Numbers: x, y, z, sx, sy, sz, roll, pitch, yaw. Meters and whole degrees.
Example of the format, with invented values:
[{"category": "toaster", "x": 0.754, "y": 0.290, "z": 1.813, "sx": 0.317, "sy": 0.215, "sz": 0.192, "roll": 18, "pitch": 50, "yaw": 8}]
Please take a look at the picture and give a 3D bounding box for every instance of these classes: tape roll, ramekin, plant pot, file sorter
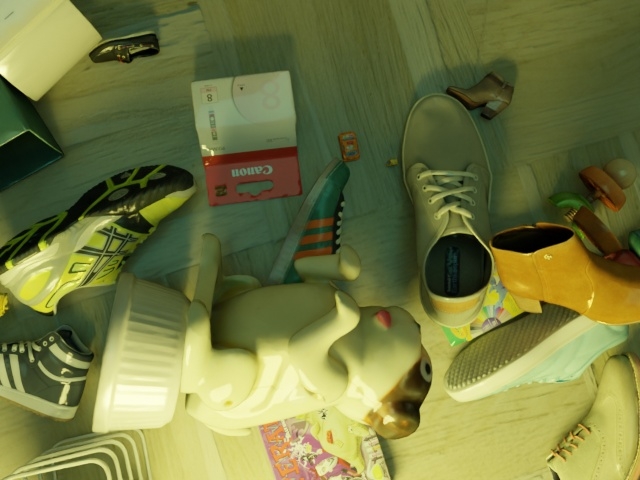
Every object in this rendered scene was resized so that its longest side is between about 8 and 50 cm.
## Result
[{"category": "tape roll", "x": -0.530, "y": -0.389, "z": 1.238, "sx": 0.169, "sy": 0.246, "sz": 0.246, "roll": -44, "pitch": 90, "yaw": -3}, {"category": "ramekin", "x": -0.303, "y": 0.196, "z": 1.220, "sx": 0.127, "sy": 0.273, "sz": 0.273, "roll": 9, "pitch": 87, "yaw": -13}, {"category": "plant pot", "x": -0.612, "y": -0.230, "z": 1.271, "sx": 0.165, "sy": 0.166, "sz": 0.234, "roll": -30, "pitch": 83, "yaw": -4}, {"category": "file sorter", "x": -0.399, "y": 0.433, "z": 1.193, "sx": 0.192, "sy": 0.278, "sz": 0.173, "roll": -12, "pitch": 86, "yaw": -3}]

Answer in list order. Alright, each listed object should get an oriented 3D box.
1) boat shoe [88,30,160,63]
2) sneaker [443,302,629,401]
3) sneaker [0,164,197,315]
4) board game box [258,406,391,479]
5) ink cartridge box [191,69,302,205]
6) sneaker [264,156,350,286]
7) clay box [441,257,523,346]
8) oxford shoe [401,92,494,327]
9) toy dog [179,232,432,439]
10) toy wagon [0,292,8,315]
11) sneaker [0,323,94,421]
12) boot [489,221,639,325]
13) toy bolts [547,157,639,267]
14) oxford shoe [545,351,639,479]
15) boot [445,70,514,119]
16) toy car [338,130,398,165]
[{"category": "boat shoe", "x": -0.370, "y": -0.358, "z": 1.340, "sx": 0.132, "sy": 0.049, "sz": 0.042, "roll": -16, "pitch": 80, "yaw": -8}, {"category": "sneaker", "x": 0.411, "y": 0.223, "z": 1.314, "sx": 0.365, "sy": 0.135, "sz": 0.150, "roll": -30, "pitch": 107, "yaw": 6}, {"category": "sneaker", "x": -0.393, "y": -0.009, "z": 1.301, "sx": 0.384, "sy": 0.145, "sz": 0.147, "roll": -30, "pitch": 120, "yaw": -6}, {"category": "board game box", "x": -0.011, "y": 0.334, "z": 1.331, "sx": 0.208, "sy": 0.056, "sz": 0.347, "roll": -19, "pitch": 89, "yaw": 1}, {"category": "ink cartridge box", "x": -0.136, "y": -0.194, "z": 1.343, "sx": 0.189, "sy": 0.066, "sz": 0.233, "roll": -7, "pitch": 84, "yaw": -3}, {"category": "sneaker", "x": 0.000, "y": 0.000, "z": 1.319, "sx": 0.121, "sy": 0.108, "sz": 0.302, "roll": 25, "pitch": 95, "yaw": -2}, {"category": "clay box", "x": 0.315, "y": 0.098, "z": 1.349, "sx": 0.222, "sy": 0.053, "sz": 0.128, "roll": -27, "pitch": 86, "yaw": -2}, {"category": "oxford shoe", "x": 0.238, "y": -0.069, "z": 1.296, "sx": 0.169, "sy": 0.130, "sz": 0.450, "roll": -2, "pitch": 75, "yaw": 5}, {"category": "toy dog", "x": -0.015, "y": 0.203, "z": 1.174, "sx": 0.407, "sy": 0.285, "sz": 0.396, "roll": 6, "pitch": 111, "yaw": -5}, {"category": "toy wagon", "x": -0.729, "y": 0.064, "z": 1.298, "sx": 0.344, "sy": 0.068, "sz": 0.267, "roll": 25, "pitch": 87, "yaw": -2}, {"category": "sneaker", "x": -0.551, "y": 0.204, "z": 1.282, "sx": 0.282, "sy": 0.099, "sz": 0.153, "roll": 24, "pitch": 92, "yaw": -8}, {"category": "boot", "x": 0.439, "y": 0.048, "z": 1.173, "sx": 0.295, "sy": 0.211, "sz": 0.104, "roll": -3, "pitch": 55, "yaw": 24}, {"category": "toy bolts", "x": 0.565, "y": -0.033, "z": 1.295, "sx": 0.158, "sy": 0.218, "sz": 0.228, "roll": -41, "pitch": 97, "yaw": 10}, {"category": "oxford shoe", "x": 0.502, "y": 0.393, "z": 1.307, "sx": 0.146, "sy": 0.140, "sz": 0.397, "roll": 12, "pitch": 85, "yaw": 5}, {"category": "boot", "x": 0.313, "y": -0.292, "z": 1.377, "sx": 0.118, "sy": 0.042, "sz": 0.087, "roll": 34, "pitch": 80, "yaw": -2}, {"category": "toy car", "x": 0.093, "y": -0.178, "z": 1.358, "sx": 0.121, "sy": 0.040, "sz": 0.060, "roll": 6, "pitch": 87, "yaw": -2}]
